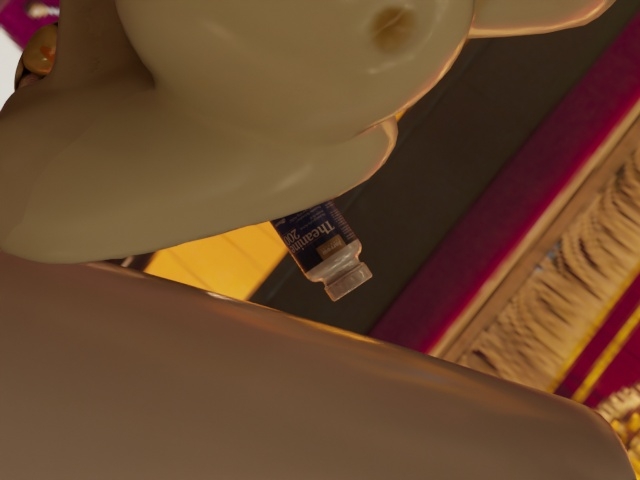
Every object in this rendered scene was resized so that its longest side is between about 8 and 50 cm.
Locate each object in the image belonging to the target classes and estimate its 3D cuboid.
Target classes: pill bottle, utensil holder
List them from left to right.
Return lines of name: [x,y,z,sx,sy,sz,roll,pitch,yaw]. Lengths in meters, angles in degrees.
utensil holder: [-0.066,0.190,0.607,0.327,0.385,0.328,-163,-90,-83]
pill bottle: [0.000,0.000,1.144,0.067,0.120,0.067,-34,178,-1]

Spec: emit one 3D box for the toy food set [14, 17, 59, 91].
toy food set: [-0.270,-0.174,1.174,0.192,0.038,0.132,-60,151,1]

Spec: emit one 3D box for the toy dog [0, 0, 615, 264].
toy dog: [-0.005,-0.229,0.329,0.408,0.395,0.284,83,6,-49]
